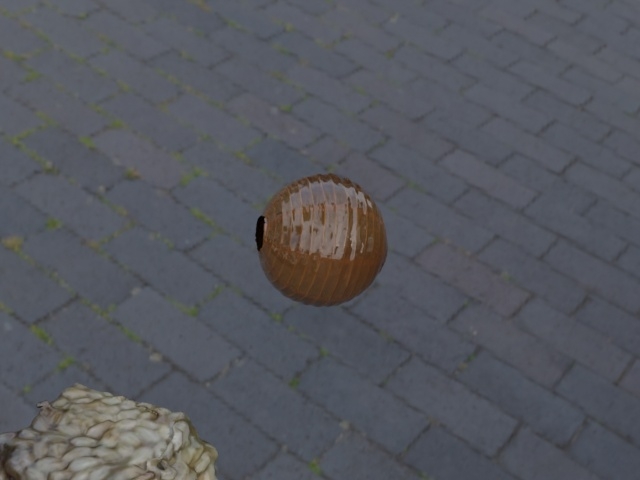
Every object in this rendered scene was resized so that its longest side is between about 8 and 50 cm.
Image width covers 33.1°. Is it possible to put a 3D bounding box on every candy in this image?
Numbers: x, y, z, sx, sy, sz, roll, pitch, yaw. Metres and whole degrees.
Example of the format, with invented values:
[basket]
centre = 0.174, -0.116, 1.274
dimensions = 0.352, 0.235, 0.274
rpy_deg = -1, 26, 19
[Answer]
[candy]
centre = -0.116, 0.129, 0.578
dimensions = 0.110, 0.085, 0.095
rpy_deg = 3, 39, 30

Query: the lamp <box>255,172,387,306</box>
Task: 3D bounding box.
[lamp]
centre = 0.000, 0.000, 1.067
dimensions = 0.136, 0.136, 0.136
rpy_deg = 11, 37, -9
